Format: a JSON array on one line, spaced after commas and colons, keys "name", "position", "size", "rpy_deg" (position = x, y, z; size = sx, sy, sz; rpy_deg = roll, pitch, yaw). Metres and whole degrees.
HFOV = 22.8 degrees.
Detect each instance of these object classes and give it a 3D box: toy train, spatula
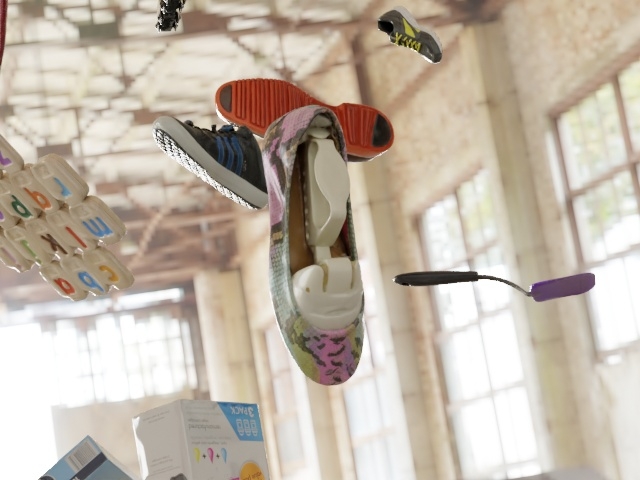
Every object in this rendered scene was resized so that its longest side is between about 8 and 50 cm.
[{"name": "toy train", "position": [-0.159, -0.268, 1.713], "size": [0.027, 0.036, 0.158], "rpy_deg": [-5, -14, -14]}, {"name": "spatula", "position": [0.253, 0.062, 2.328], "size": [0.296, 0.030, 0.084], "rpy_deg": [4, -20, 14]}]

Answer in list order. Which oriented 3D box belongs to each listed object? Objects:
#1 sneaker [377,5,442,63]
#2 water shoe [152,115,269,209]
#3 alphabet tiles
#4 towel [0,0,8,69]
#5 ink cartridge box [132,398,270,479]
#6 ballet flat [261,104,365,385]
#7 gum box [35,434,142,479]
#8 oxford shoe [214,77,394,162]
[{"name": "sneaker", "position": [0.090, -0.204, 1.615], "size": [0.035, 0.083, 0.031], "rpy_deg": [-26, -34, -30]}, {"name": "water shoe", "position": [-0.125, -0.114, 1.937], "size": [0.073, 0.080, 0.203], "rpy_deg": [20, -13, 43]}, {"name": "alphabet tiles", "position": [-0.367, -0.032, 2.041], "size": [0.284, 0.278, 0.021], "rpy_deg": [-15, 33, 49]}, {"name": "towel", "position": [-0.440, -0.325, 1.771], "size": [0.237, 0.329, 0.037], "rpy_deg": [4, 2, 26]}, {"name": "ink cartridge box", "position": [-0.091, 0.231, 1.349], "size": [0.061, 0.181, 0.104], "rpy_deg": [-22, -19, 34]}, {"name": "ballet flat", "position": [0.000, 0.000, 1.234], "size": [0.077, 0.221, 0.079], "rpy_deg": [-2, -12, -25]}, {"name": "gum box", "position": [-0.270, 0.302, 1.732], "size": [0.157, 0.041, 0.184], "rpy_deg": [-41, -27, -6]}, {"name": "oxford shoe", "position": [-0.035, -0.154, 2.240], "size": [0.271, 0.097, 0.098], "rpy_deg": [15, -28, -24]}]
